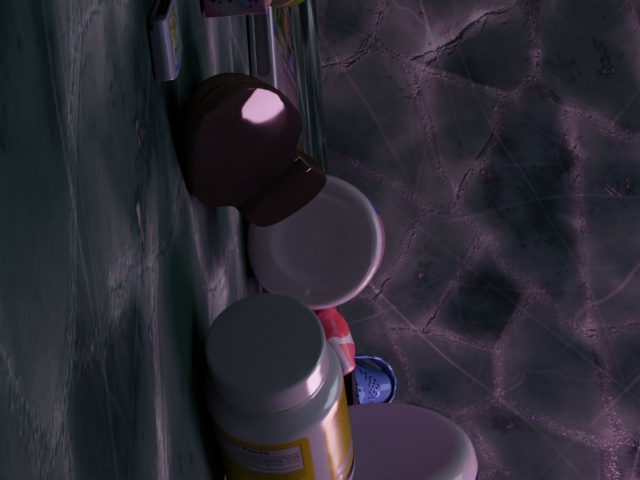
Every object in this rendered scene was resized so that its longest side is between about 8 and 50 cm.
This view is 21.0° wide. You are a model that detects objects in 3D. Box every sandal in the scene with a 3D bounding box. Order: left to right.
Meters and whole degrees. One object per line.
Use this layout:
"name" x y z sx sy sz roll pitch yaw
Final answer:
"sandal" 0.048 0.229 2.741 0.317 0.138 0.126 -24 112 -85

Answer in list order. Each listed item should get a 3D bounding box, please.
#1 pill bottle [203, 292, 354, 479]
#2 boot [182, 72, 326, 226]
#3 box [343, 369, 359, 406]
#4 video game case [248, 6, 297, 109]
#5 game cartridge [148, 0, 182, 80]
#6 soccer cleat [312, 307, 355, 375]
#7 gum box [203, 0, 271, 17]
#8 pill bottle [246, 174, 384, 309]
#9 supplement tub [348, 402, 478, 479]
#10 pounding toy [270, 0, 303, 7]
"pill bottle" -0.036 0.144 1.477 0.208 0.119 0.119 82 5 -53
"boot" -0.080 -0.099 1.512 0.115 0.112 0.305 56 0 14
"box" 0.007 0.242 2.359 0.158 0.093 0.156 83 4 -59
"video game case" -0.064 -0.259 2.280 0.329 0.036 0.300 47 39 -84
"game cartridge" -0.118 -0.155 1.330 0.083 0.017 0.056 -87 176 -65
"soccer cleat" 0.000 0.133 2.187 0.095 0.083 0.248 62 -7 4
"gum box" -0.082 -0.288 1.719 0.188 0.062 0.107 -84 170 -75
"pill bottle" 0.000 0.000 2.020 0.272 0.152 0.152 -14 100 -86
"supplement tub" 0.074 0.386 2.040 0.241 0.241 0.331 -87 172 -66
"pounding toy" -0.010 -0.389 2.026 0.183 0.110 0.237 -12 -98 56
